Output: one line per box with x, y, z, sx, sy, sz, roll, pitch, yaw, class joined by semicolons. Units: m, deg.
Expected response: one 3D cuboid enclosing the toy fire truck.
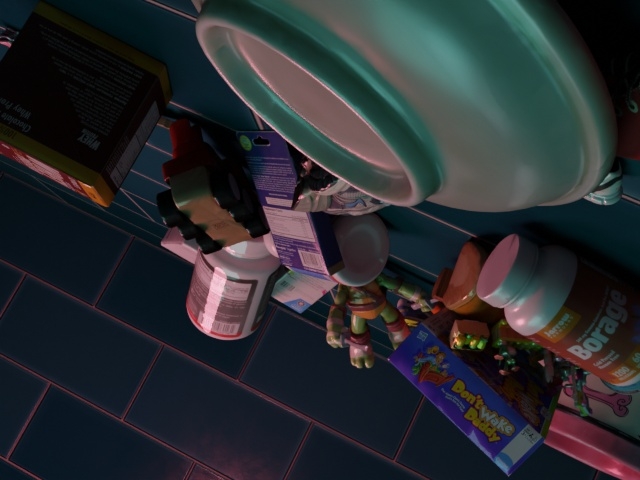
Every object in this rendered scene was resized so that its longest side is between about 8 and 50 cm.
-0.207;-0.120;1.316;0.159;0.246;0.217;-19;158;9;toy fire truck

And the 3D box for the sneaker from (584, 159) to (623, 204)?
0.226;-0.070;0.743;0.109;0.040;0.043;19;150;22;sneaker

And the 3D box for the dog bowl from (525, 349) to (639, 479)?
0.546;0.357;1.617;0.408;0.150;0.408;26;169;5;dog bowl

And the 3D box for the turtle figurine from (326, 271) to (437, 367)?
0.115;0.162;1.527;0.275;0.198;0.266;27;154;29;turtle figurine

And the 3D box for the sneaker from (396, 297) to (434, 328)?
0.220;0.160;1.748;0.144;0.059;0.053;17;146;-40;sneaker

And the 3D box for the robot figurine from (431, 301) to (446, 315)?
0.274;0.196;1.583;0.158;0.128;0.219;22;169;-14;robot figurine

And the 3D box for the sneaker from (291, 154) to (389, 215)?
0.049;-0.089;0.955;0.122;0.110;0.283;11;174;-9;sneaker

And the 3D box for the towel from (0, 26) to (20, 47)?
-0.413;-0.265;1.311;0.197;0.029;0.144;28;170;12;towel

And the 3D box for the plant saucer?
0.019;-0.127;0.604;0.400;0.100;0.400;36;172;6;plant saucer

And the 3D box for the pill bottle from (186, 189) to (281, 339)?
-0.159;0.047;1.546;0.161;0.161;0.283;26;134;5;pill bottle

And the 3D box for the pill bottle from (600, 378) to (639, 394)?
0.431;0.161;1.154;0.087;0.087;0.160;20;166;32;pill bottle

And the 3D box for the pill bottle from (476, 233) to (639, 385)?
0.308;0.081;0.996;0.216;0.121;0.121;28;169;-8;pill bottle

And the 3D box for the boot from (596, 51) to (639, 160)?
0.204;-0.104;0.511;0.176;0.088;0.244;22;171;32;boot

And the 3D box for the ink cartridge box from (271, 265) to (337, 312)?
-0.020;0.059;1.663;0.104;0.181;0.061;34;-150;-30;ink cartridge box

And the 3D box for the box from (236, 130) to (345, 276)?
-0.045;-0.061;1.192;0.136;0.036;0.225;11;126;54;box

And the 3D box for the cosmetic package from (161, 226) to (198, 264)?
-0.205;0.005;1.791;0.224;0.138;0.225;31;169;-20;cosmetic package

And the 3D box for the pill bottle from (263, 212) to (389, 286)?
0.000;0.000;1.333;0.124;0.124;0.221;35;165;-34;pill bottle

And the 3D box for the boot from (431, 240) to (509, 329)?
0.287;0.090;1.186;0.211;0.104;0.295;21;173;2;boot

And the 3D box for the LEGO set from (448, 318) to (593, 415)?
0.313;0.187;1.158;0.287;0.107;0.132;22;149;-38;LEGO set

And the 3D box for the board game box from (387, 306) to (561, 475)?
0.261;0.212;1.288;0.233;0.078;0.347;44;-164;13;board game box

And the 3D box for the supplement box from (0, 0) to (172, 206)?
-0.339;-0.182;1.114;0.191;0.194;0.129;27;168;-1;supplement box
